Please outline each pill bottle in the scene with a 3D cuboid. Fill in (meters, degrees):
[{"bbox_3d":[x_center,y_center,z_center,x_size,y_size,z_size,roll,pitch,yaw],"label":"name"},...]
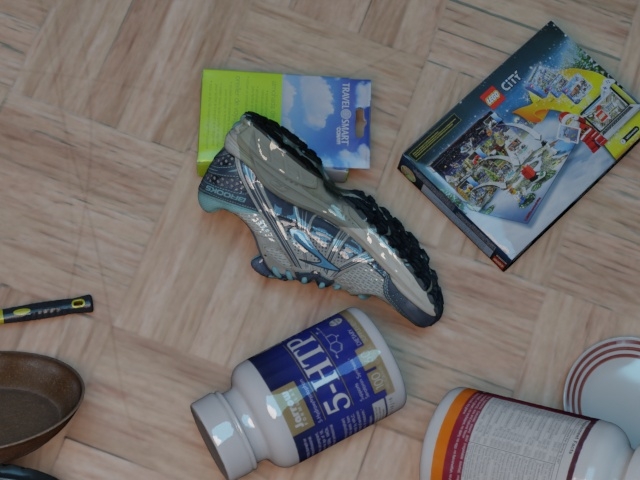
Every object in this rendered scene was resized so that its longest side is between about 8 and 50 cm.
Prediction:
[{"bbox_3d":[0.212,0.216,1.333,0.221,0.121,0.121,12,68,25],"label":"pill bottle"},{"bbox_3d":[-0.023,0.151,1.381,0.186,0.112,0.112,-27,75,-13],"label":"pill bottle"}]

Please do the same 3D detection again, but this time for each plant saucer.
[{"bbox_3d":[-0.317,0.161,1.340,0.198,0.198,0.036,-3,113,-6],"label":"plant saucer"}]

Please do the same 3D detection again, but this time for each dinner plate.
[{"bbox_3d":[0.312,0.166,1.452,0.141,0.017,0.141,1,71,-3],"label":"dinner plate"}]

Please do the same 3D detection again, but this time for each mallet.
[{"bbox_3d":[-0.319,0.085,1.422,0.189,0.039,0.062,-2,69,-9],"label":"mallet"}]

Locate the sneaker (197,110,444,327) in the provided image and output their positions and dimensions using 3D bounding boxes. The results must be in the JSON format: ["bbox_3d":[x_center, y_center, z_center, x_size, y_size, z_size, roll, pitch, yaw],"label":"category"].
[{"bbox_3d":[0.000,0.000,1.455,0.283,0.110,0.122,41,106,-3],"label":"sneaker"}]

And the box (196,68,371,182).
[{"bbox_3d":[-0.038,-0.119,1.510,0.178,0.042,0.109,3,71,-4],"label":"box"}]

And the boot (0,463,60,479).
[{"bbox_3d":[-0.363,0.307,1.305,0.246,0.094,0.207,1,67,3],"label":"boot"}]

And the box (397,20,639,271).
[{"bbox_3d":[0.219,-0.102,1.524,0.233,0.044,0.159,-42,79,-16],"label":"box"}]
